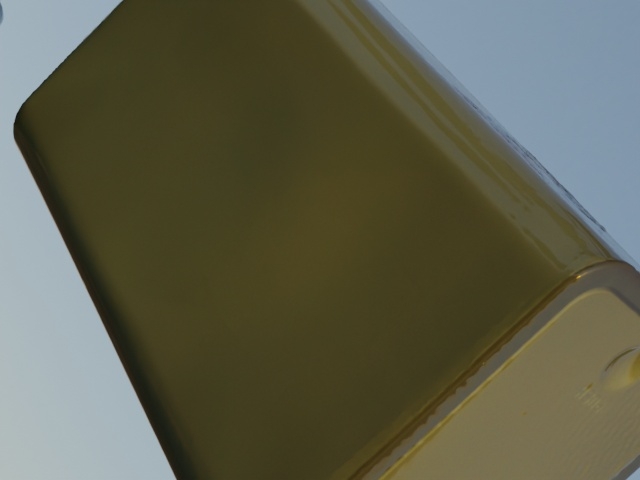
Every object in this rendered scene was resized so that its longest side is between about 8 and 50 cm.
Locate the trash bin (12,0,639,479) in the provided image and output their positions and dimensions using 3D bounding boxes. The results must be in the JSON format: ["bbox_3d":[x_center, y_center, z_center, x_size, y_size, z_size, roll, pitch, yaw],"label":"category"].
[{"bbox_3d":[0.000,0.000,0.844,0.158,0.223,0.343,34,16,-50],"label":"trash bin"}]

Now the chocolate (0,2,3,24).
[{"bbox_3d":[-0.348,-0.244,0.931,0.341,0.161,0.360,52,-4,2],"label":"chocolate"}]
